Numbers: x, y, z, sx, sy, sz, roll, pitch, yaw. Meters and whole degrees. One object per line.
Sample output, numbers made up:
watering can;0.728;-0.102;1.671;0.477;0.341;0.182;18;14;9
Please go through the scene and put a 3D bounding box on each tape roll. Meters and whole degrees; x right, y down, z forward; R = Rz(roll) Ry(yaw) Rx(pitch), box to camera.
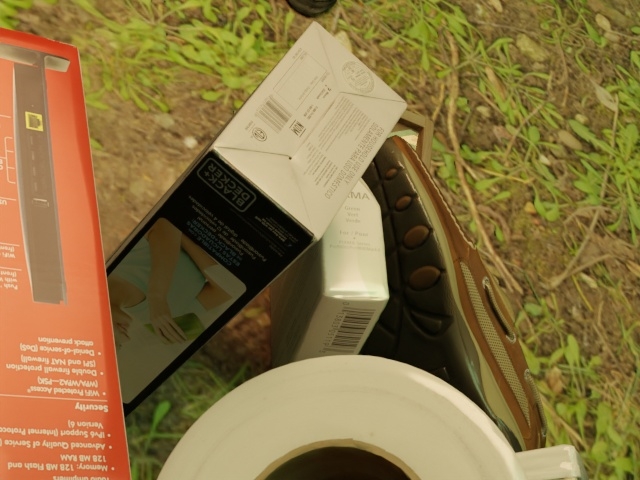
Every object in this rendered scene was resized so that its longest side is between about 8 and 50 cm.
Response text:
tape roll;0.020;0.215;0.843;0.246;0.169;0.246;-4;64;8

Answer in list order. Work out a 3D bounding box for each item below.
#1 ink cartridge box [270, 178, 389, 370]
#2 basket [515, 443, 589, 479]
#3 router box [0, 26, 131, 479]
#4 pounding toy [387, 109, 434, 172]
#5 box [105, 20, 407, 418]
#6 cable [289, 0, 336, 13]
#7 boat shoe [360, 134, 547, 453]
ink cartridge box;0.000;0.000;1.051;0.056;0.181;0.225;8;54;-11
basket;0.123;0.228;0.979;0.113;0.167;0.103;58;24;-59
router box;-0.217;0.100;0.709;0.082;0.335;0.301;9;55;-33
pounding toy;0.038;-0.072;1.209;0.130;0.100;0.141;20;60;-24
box;-0.078;-0.003;0.921;0.087;0.290;0.169;41;42;-7
cable;0.033;-0.319;1.385;0.287;0.072;0.140;-19;78;-43
boat shoe;0.102;0.069;1.113;0.120;0.122;0.324;-21;93;-53
